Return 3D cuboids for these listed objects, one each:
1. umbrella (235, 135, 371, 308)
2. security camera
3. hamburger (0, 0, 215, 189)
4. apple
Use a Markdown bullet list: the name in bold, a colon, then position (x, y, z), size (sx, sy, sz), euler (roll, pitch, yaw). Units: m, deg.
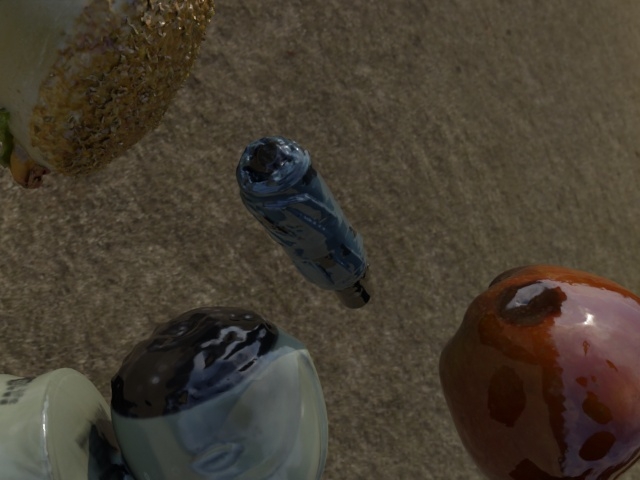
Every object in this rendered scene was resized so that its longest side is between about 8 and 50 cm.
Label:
- **umbrella**: position (0.000, 0.002, 0.535), size (0.053, 0.052, 0.250), euler (-63, 155, -16)
- **security camera**: position (-0.129, 0.161, 0.535), size (0.197, 0.277, 0.191), euler (-119, -170, -77)
- **hamburger**: position (-0.212, -0.194, 0.678), size (0.179, 0.294, 0.276), euler (36, 37, -12)
- **apple**: position (0.220, 0.137, 0.683), size (0.230, 0.230, 0.230), euler (18, 65, -43)
